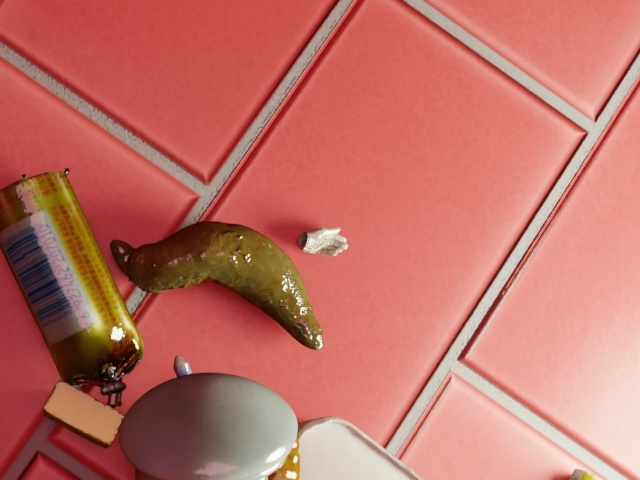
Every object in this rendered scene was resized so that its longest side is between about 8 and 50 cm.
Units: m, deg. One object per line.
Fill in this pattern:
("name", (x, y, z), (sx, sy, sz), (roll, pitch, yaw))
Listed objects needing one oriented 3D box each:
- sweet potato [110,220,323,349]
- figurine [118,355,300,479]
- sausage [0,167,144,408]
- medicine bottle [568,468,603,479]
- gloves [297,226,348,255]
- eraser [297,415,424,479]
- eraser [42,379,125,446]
("sweet potato", (-0.125, 0.038, 1.933), (0.310, 0.098, 0.124), (19, 100, -8))
("figurine", (-0.172, 0.344, 1.786), (0.224, 0.205, 0.382), (23, 94, 34))
("sausage", (-0.318, 0.067, 1.888), (0.125, 0.117, 0.317), (-24, 88, -43))
("medicine bottle", (0.319, 0.415, 1.964), (0.074, 0.074, 0.218), (32, 76, -4))
("gloves", (0.000, -0.001, 1.988), (0.081, 0.037, 0.044), (14, 115, -23))
("eraser", (0.080, 0.410, 1.886), (0.331, 0.150, 0.331), (1, 80, -7))
("eraser", (-0.300, 0.223, 1.859), (0.097, 0.122, 0.045), (28, 76, -3))
